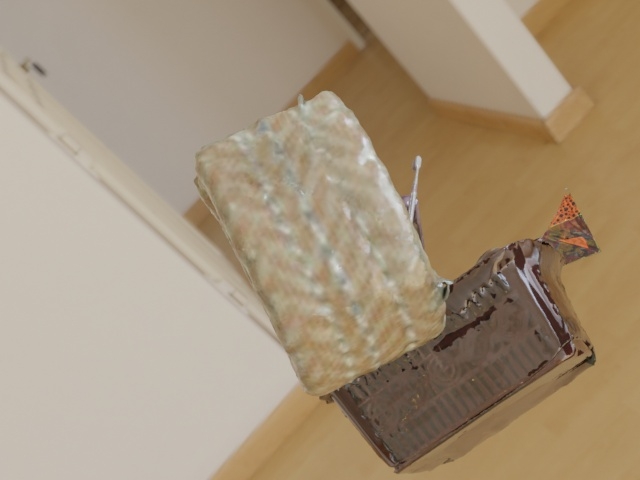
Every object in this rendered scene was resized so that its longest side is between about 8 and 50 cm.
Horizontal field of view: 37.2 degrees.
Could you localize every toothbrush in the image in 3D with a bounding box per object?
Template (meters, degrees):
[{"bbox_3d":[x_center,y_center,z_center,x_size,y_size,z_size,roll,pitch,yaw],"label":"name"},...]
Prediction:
[{"bbox_3d":[0.083,-0.043,0.858,0.008,0.006,0.097,-44,24,41],"label":"toothbrush"},{"bbox_3d":[0.131,0.051,1.213,0.024,0.354,0.029,20,62,24],"label":"toothbrush"}]

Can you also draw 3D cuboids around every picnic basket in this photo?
[{"bbox_3d":[0.160,0.136,1.021,0.297,0.222,0.129,-38,65,14],"label":"picnic basket"}]

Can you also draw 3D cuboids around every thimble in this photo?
[{"bbox_3d":[0.001,0.004,0.803,0.148,0.229,0.196,-26,-2,-7],"label":"thimble"}]

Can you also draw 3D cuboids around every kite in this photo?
[{"bbox_3d":[0.436,0.005,1.669,0.125,0.008,0.222,17,66,43],"label":"kite"}]

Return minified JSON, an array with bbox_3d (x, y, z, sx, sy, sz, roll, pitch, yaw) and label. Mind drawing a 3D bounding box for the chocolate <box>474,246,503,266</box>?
[{"bbox_3d":[0.274,0.053,1.380,0.125,0.149,0.080,-50,46,-10],"label":"chocolate"}]
